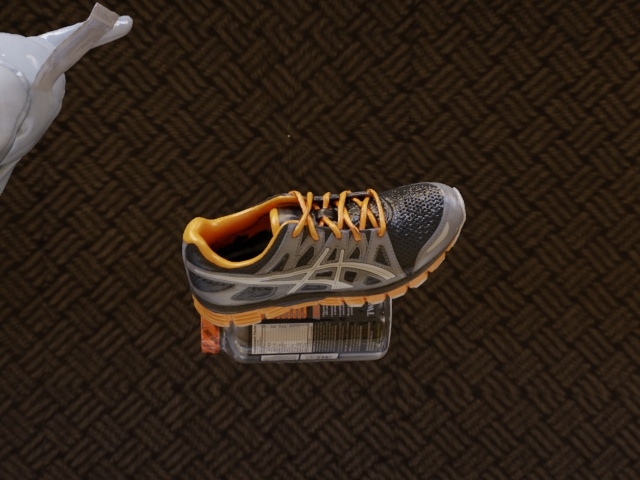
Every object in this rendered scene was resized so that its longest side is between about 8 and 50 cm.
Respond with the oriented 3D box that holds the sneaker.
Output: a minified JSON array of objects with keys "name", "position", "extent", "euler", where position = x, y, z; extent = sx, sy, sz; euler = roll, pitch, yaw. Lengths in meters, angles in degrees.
[{"name":"sneaker","position":[0.000,0.000,0.692],"extent":[0.214,0.084,0.083],"euler":[-18,136,3]}]

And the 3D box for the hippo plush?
[{"name":"hippo plush","position":[-0.333,-0.124,0.714],"extent":[0.236,0.234,0.294],"euler":[37,95,-9]}]

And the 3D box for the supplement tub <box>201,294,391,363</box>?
[{"name":"supplement tub","position":[-0.028,0.068,0.985],"extent":[0.190,0.117,0.117],"euler":[0,96,-6]}]
